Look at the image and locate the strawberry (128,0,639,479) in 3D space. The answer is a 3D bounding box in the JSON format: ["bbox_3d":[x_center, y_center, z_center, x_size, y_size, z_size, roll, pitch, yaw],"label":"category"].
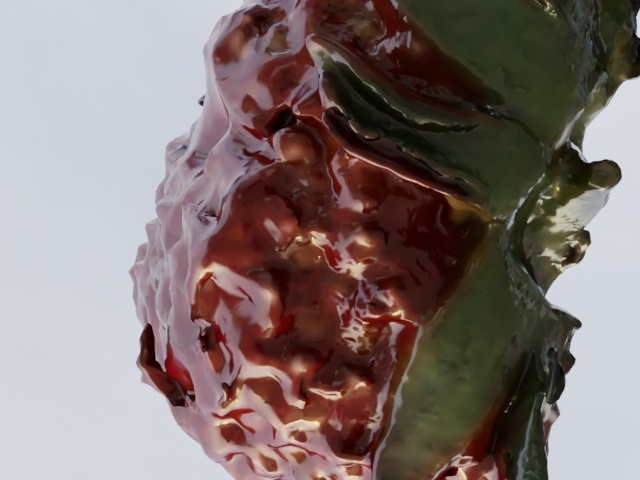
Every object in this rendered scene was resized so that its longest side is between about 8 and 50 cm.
[{"bbox_3d":[0.003,-0.014,0.462,0.098,0.228,0.174,16,-93,-11],"label":"strawberry"}]
